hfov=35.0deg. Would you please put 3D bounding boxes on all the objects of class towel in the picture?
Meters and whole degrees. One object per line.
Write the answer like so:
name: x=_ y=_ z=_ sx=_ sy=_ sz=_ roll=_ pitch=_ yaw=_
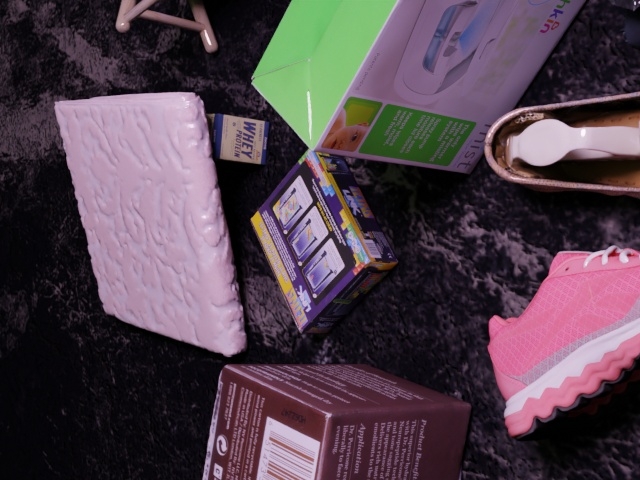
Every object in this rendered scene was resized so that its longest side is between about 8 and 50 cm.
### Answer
towel: x=-0.224 y=-0.030 z=1.341 sx=0.317 sy=0.053 sz=0.332 roll=9 pitch=115 yaw=48

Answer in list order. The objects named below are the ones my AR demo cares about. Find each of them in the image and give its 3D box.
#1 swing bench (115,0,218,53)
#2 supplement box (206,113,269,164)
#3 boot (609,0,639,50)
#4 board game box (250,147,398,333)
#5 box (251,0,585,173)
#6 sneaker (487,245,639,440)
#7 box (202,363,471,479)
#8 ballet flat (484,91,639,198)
swing bench: x=-0.134 y=-0.410 z=1.276 sx=0.253 sy=0.165 sz=0.255 roll=-21 pitch=70 yaw=45
supplement box: x=-0.124 y=-0.129 z=1.293 sx=0.083 sy=0.083 sz=0.056 roll=7 pitch=93 yaw=47
boot: x=0.299 y=-0.262 z=0.772 sx=0.207 sy=0.094 sz=0.247 roll=17 pitch=129 yaw=54
board game box: x=0.000 y=0.000 z=1.171 sx=0.141 sy=0.048 sz=0.170 roll=-48 pitch=54 yaw=36
box: x=0.102 y=-0.209 z=0.945 sx=0.127 sy=0.231 sz=0.262 roll=52 pitch=122 yaw=36
sneaker: x=0.249 y=0.048 z=0.845 sx=0.314 sy=0.116 sz=0.136 roll=-43 pitch=55 yaw=36
box: x=0.014 y=0.224 z=1.016 sx=0.167 sy=0.203 sz=0.169 roll=14 pitch=96 yaw=48
ballet flat: x=0.268 y=-0.078 z=0.842 sx=0.316 sy=0.106 sz=0.108 roll=-3 pitch=84 yaw=47
